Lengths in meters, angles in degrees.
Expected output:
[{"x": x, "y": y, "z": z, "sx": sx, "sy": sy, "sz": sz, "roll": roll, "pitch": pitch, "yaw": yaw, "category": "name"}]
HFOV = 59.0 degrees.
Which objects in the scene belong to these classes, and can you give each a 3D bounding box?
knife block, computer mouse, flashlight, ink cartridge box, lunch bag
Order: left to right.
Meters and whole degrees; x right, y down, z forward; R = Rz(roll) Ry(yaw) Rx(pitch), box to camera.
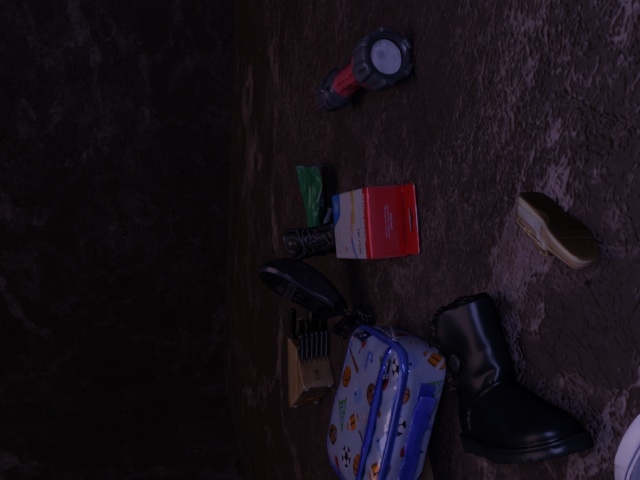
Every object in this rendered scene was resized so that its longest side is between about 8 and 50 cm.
[{"x": -0.043, "y": 0.315, "z": 1.591, "sx": 0.275, "sy": 0.088, "sz": 0.242, "roll": 113, "pitch": 148, "yaw": -55, "category": "knife block"}, {"x": -0.011, "y": 0.115, "z": 1.277, "sx": 0.072, "sy": 0.272, "sz": 0.188, "roll": -59, "pitch": 3, "yaw": -27, "category": "computer mouse"}, {"x": 0.066, "y": -0.308, "z": 1.082, "sx": 0.304, "sy": 0.103, "sz": 0.103, "roll": 177, "pitch": 86, "yaw": -71, "category": "flashlight"}, {"x": 0.100, "y": -0.033, "z": 1.082, "sx": 0.231, "sy": 0.078, "sz": 0.134, "roll": 176, "pitch": 90, "yaw": -71, "category": "ink cartridge box"}, {"x": 0.112, "y": 0.298, "z": 0.998, "sx": 0.243, "sy": 0.115, "sz": 0.303, "roll": -158, "pitch": 79, "yaw": -72, "category": "lunch bag"}]

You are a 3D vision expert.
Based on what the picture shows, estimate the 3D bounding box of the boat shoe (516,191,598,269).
[{"x": 0.265, "y": -0.006, "z": 0.643, "sx": 0.135, "sy": 0.050, "sz": 0.045, "roll": -103, "pitch": 14, "yaw": -54, "category": "boat shoe"}]

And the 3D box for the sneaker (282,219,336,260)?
[{"x": 0.000, "y": 0.000, "z": 1.277, "sx": 0.227, "sy": 0.130, "sz": 0.087, "roll": -12, "pitch": 92, "yaw": 55, "category": "sneaker"}]

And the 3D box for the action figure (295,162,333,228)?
[{"x": -0.008, "y": -0.075, "z": 1.423, "sx": 0.137, "sy": 0.063, "sz": 0.232, "roll": -147, "pitch": 48, "yaw": -66, "category": "action figure"}]

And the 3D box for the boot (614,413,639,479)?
[{"x": 0.322, "y": 0.247, "z": 0.518, "sx": 0.086, "sy": 0.069, "sz": 0.190, "roll": 37, "pitch": 138, "yaw": 57, "category": "boot"}]

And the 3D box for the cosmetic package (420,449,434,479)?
[{"x": 0.173, "y": 0.419, "z": 1.031, "sx": 0.060, "sy": 0.041, "sz": 0.115, "roll": 138, "pitch": 125, "yaw": -66, "category": "cosmetic package"}]

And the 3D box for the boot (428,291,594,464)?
[{"x": 0.224, "y": 0.168, "z": 0.729, "sx": 0.246, "sy": 0.094, "sz": 0.207, "roll": 124, "pitch": 135, "yaw": -71, "category": "boot"}]
